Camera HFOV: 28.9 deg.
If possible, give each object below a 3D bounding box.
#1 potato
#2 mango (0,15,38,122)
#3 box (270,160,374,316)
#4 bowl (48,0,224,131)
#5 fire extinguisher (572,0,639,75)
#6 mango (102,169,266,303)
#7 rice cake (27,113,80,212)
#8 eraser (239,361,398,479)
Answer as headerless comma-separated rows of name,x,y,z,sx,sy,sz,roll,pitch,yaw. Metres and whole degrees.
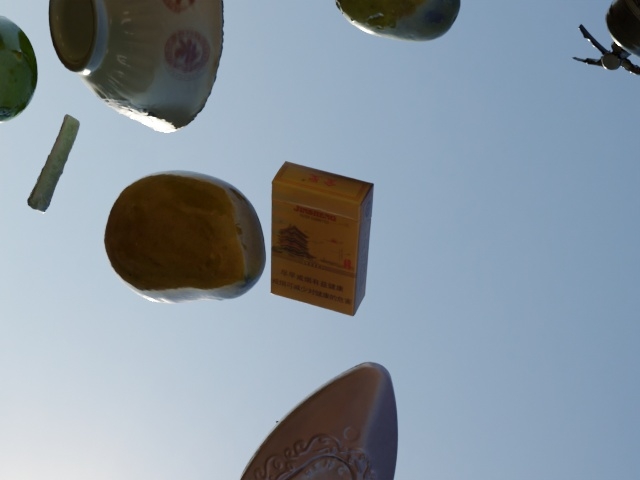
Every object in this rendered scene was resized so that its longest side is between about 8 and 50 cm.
potato,0.143,-0.475,2.384,0.186,0.253,0.148,-61,179,-30
mango,-0.403,-0.220,1.546,0.178,0.100,0.119,-99,174,-50
box,0.000,0.000,2.283,0.076,0.174,0.274,-61,160,-47
bowl,-0.295,-0.320,1.811,0.337,0.157,0.337,15,-71,50
fire extinguisher,0.402,-0.283,1.435,0.093,0.118,0.294,-44,173,-44
mango,-0.207,-0.002,1.923,0.317,0.173,0.211,9,-86,42
rice cake,-0.403,-0.120,1.889,0.033,0.033,0.207,-49,-159,39
eraser,0.026,0.275,1.677,0.059,0.204,0.243,-85,-161,-73
